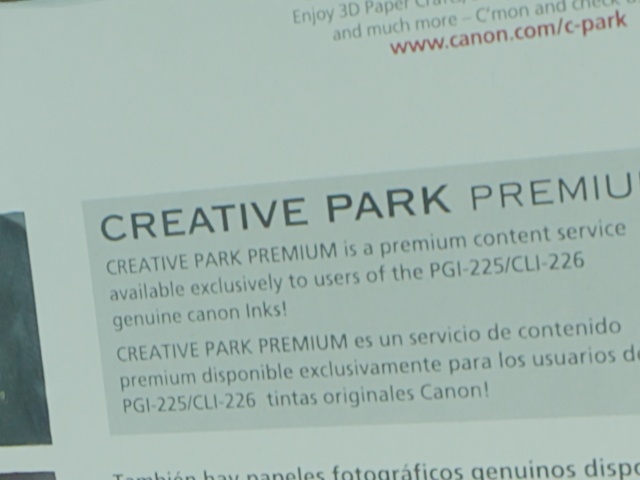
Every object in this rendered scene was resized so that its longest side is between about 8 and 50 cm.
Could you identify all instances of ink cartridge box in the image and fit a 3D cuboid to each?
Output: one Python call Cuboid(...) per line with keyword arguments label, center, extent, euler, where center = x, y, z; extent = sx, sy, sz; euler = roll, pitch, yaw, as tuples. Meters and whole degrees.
Cuboid(label="ink cartridge box", center=(-0.014, 0.032, 0.456), extent=(0.130, 0.310, 0.271), euler=(-23, -73, -67))
